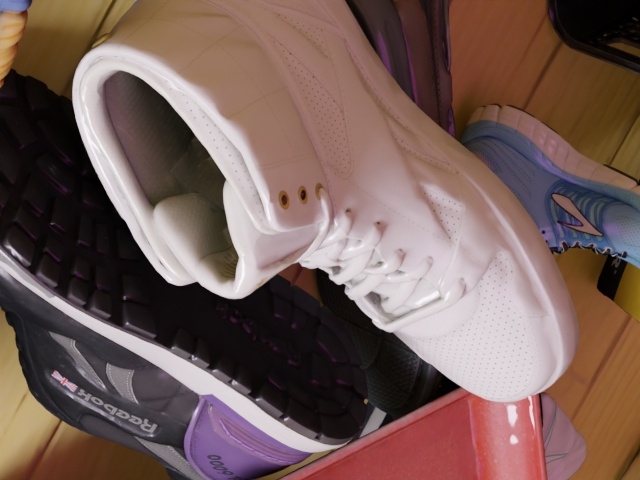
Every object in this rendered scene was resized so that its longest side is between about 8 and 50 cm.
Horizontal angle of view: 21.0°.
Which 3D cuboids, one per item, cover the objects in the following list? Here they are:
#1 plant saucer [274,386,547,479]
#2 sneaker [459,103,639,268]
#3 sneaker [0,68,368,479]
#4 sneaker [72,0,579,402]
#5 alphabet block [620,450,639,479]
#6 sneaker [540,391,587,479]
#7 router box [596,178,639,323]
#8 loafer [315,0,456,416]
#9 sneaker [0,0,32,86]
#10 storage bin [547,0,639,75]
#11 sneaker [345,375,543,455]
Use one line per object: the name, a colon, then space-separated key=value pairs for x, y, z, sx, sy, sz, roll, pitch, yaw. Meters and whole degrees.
plant saucer: x=0.034 y=0.218 z=0.933 sx=0.259 sy=0.048 sz=0.258 roll=-21 pitch=109 yaw=-44
sneaker: x=0.144 y=-0.010 z=1.004 sx=0.073 sy=0.162 sz=0.063 roll=-59 pitch=180 yaw=-12
sneaker: x=-0.118 y=0.036 z=0.819 sx=0.124 sy=0.107 sz=0.283 roll=-32 pitch=119 yaw=33
sneaker: x=0.000 y=0.000 z=0.808 sx=0.292 sy=0.108 sz=0.169 roll=50 pitch=39 yaw=-14
alphabet block: x=0.361 y=0.181 z=1.247 sx=0.193 sy=0.192 sz=0.197 roll=37 pitch=86 yaw=-43
sneaker: x=0.113 y=0.159 z=1.117 sx=0.152 sy=0.054 sz=0.061 roll=-49 pitch=122 yaw=-33
router box: x=0.290 y=-0.069 z=1.019 sx=0.081 sy=0.243 sz=0.308 roll=18 pitch=99 yaw=-14
loafer: x=0.050 y=-0.029 z=0.943 sx=0.084 sy=0.096 sz=0.267 roll=-30 pitch=126 yaw=-34
sneaker: x=-0.174 y=-0.195 z=0.674 sx=0.131 sy=0.112 sz=0.296 roll=-4 pitch=114 yaw=-19
storage bin: x=0.195 y=-0.189 z=0.962 sx=0.084 sy=0.122 sz=0.180 roll=-28 pitch=127 yaw=-28
sneaker: x=0.079 y=0.118 z=1.034 sx=0.084 sy=0.097 sz=0.234 roll=1 pitch=110 yaw=-41
